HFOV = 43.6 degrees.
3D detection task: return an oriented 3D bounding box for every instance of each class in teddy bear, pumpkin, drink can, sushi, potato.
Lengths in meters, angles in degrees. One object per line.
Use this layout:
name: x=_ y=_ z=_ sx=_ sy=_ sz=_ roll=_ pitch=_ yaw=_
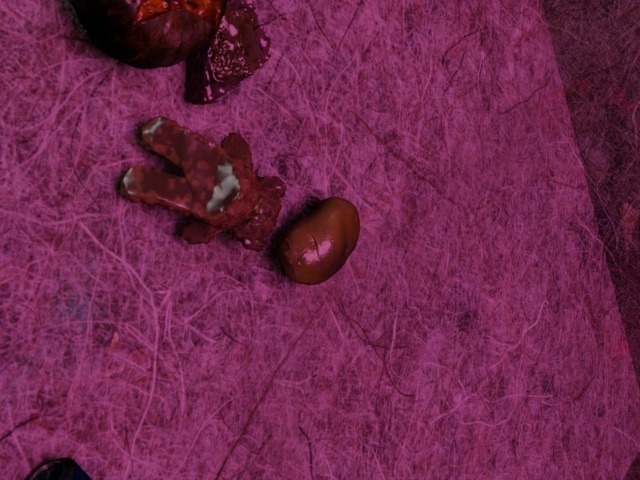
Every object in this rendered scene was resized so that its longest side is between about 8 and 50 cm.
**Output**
teddy bear: x=-0.223 y=-0.109 z=1.603 sx=0.296 sy=0.222 sz=0.246 roll=21 pitch=81 yaw=1
pumpkin: x=-0.311 y=-0.467 z=1.451 sx=0.320 sy=0.192 sz=0.320 roll=0 pitch=90 yaw=-45
drink can: x=-0.435 y=0.490 z=1.432 sx=0.118 sy=0.118 sz=0.205 roll=-48 pitch=124 yaw=-32
sushi: x=-0.203 y=-0.392 z=1.625 sx=0.241 sy=0.107 sz=0.161 roll=-44 pitch=117 yaw=-33
potato: x=0.000 y=0.000 z=1.819 sx=0.248 sy=0.143 sz=0.169 roll=-49 pitch=162 yaw=-37
